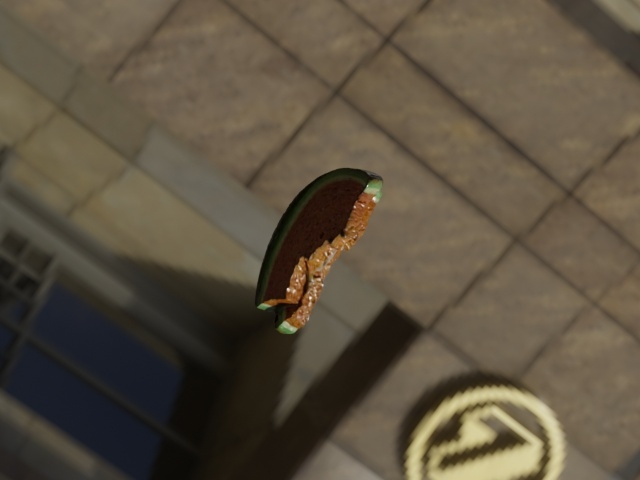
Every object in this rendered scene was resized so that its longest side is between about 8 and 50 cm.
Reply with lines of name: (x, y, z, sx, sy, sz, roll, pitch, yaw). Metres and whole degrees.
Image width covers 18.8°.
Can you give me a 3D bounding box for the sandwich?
sandwich: (0.001, -0.002, 1.275, 0.135, 0.029, 0.067, -50, -142, 30)
